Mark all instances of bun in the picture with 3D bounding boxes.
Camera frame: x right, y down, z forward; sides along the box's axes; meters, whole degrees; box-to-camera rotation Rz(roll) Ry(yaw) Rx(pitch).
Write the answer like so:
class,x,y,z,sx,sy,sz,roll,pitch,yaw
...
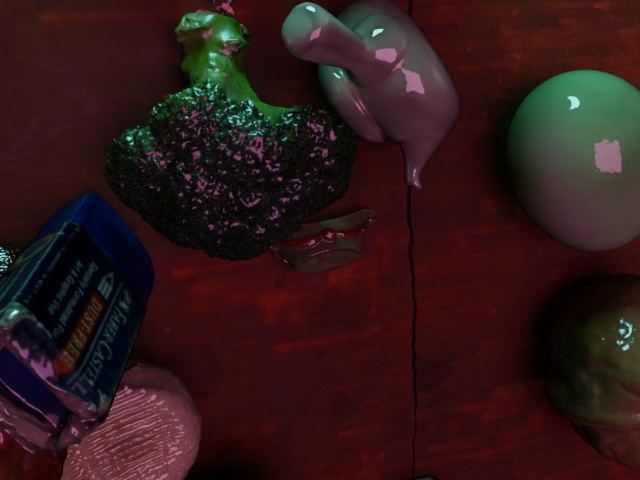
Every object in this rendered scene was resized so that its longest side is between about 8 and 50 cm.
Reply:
class,x,y,z,sx,sy,sz,roll,pitch,yaw
bun,-0.260,0.247,1.089,0.220,0.134,0.220,-8,109,-22

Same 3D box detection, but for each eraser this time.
class,x,y,z,sx,sy,sz,roll,pitch,yaw
eraser,-0.274,0.079,0.931,0.102,0.332,0.155,-31,111,15

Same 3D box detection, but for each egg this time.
class,x,y,z,sx,sy,sz,roll,pitch,yaw
egg,0.381,-0.110,1.206,0.220,0.220,0.269,-29,110,-13

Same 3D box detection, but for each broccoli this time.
class,x,y,z,sx,sy,sz,roll,pitch,yaw
broccoli,-0.099,-0.122,1.019,0.298,0.297,0.297,3,75,-22

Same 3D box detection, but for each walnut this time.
class,x,y,z,sx,sy,sz,roll,pitch,yaw
walnut,0.480,0.204,1.292,0.253,0.277,0.282,-45,102,2

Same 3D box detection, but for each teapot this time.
class,x,y,z,sx,sy,sz,roll,pitch,yaw
teapot,0.056,-0.225,1.041,0.149,0.220,0.318,-36,135,8

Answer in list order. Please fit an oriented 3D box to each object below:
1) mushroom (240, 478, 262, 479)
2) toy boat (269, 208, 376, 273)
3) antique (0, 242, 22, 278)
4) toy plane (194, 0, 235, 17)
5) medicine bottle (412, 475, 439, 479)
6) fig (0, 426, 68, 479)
class,x,y,z,sx,sy,sz,roll,pitch,yaw
mushroom,-0.149,0.475,1.099,0.346,0.259,0.345,-16,147,-11
toy boat,0.000,0.001,1.167,0.185,0.071,0.089,-11,148,-19
antique,-0.387,0.052,1.013,0.104,0.104,0.104,-5,104,-20
toy plane,-0.101,-0.327,1.068,0.060,0.037,0.145,33,88,-21
medicine bottle,0.147,0.512,1.309,0.141,0.137,0.250,-7,106,-20
fig,-0.466,0.231,0.927,0.286,0.369,0.286,16,70,-50
